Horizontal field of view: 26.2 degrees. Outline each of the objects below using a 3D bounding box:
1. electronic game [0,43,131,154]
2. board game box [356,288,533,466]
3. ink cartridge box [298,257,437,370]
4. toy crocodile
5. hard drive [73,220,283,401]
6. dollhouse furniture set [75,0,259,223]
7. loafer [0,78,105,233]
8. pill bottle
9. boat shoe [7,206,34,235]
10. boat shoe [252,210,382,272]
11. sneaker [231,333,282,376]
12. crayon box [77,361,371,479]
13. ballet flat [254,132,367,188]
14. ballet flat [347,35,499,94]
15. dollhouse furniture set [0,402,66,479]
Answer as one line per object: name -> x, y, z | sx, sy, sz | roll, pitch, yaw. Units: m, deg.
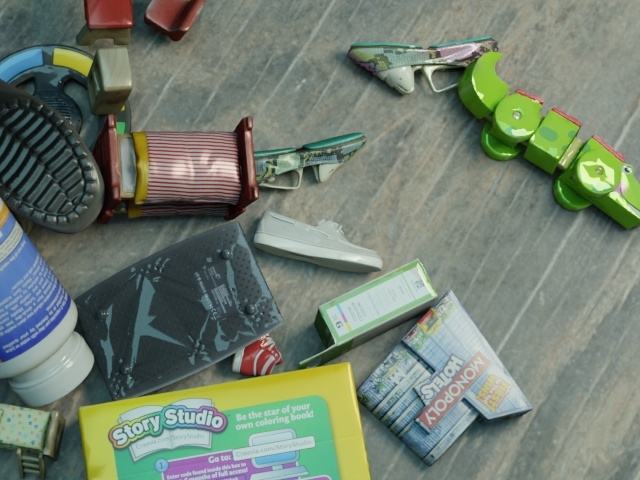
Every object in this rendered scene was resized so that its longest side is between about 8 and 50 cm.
electronic game -> -0.382, -0.169, 1.936 | 0.229, 0.048, 0.229 | 1, 76, -4
board game box -> 0.181, 0.203, 1.874 | 0.194, 0.060, 0.194 | 42, 77, 8
ink cartridge box -> 0.049, 0.105, 1.865 | 0.209, 0.109, 0.062 | -26, 79, -10
toy crocodile -> 0.336, -0.135, 1.943 | 0.340, 0.115, 0.105 | 36, 76, 6
hard drive -> -0.190, 0.098, 1.855 | 0.255, 0.054, 0.172 | -26, 78, 4
dollhouse furniture set -> -0.216, -0.213, 1.879 | 0.201, 0.152, 0.374 | -3, 78, -18
loafer -> -0.416, -0.139, 1.838 | 0.366, 0.130, 0.134 | 42, 85, 17
pill bottle -> -0.409, 0.080, 1.767 | 0.152, 0.152, 0.272 | -35, 116, -12
boat shoe -> -0.557, -0.071, 1.847 | 0.341, 0.110, 0.121 | 15, 104, -1
boat shoe -> 0.000, 0.000, 1.917 | 0.184, 0.066, 0.063 | 11, 76, 9
sneaker -> -0.077, 0.130, 1.884 | 0.067, 0.042, 0.118 | 14, 83, 4
crayon box -> -0.114, 0.345, 1.795 | 0.363, 0.106, 0.313 | -9, 75, -7
ballet flat -> -0.023, -0.108, 1.946 | 0.188, 0.070, 0.070 | -10, 77, -5
ballet flat -> 0.151, -0.251, 1.987 | 0.221, 0.077, 0.079 | -4, 90, -7
dollhouse furniture set -> -0.442, 0.289, 1.787 | 0.182, 0.101, 0.161 | 10, 75, -1
